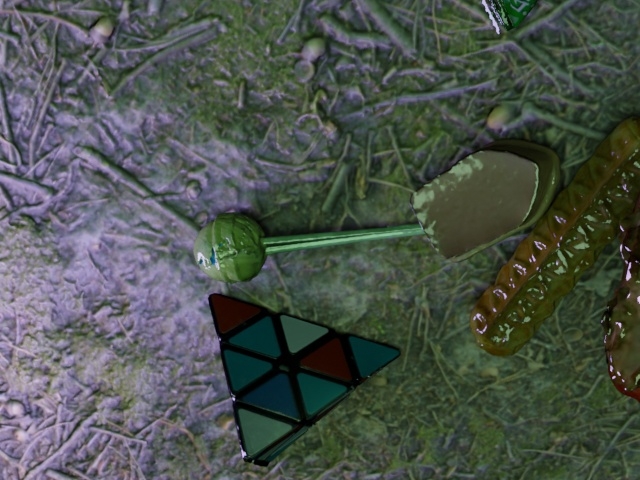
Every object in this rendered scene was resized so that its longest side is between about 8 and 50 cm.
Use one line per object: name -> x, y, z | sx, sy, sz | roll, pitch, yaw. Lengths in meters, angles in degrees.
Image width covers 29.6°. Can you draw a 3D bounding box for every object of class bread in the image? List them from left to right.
bread -> 0.302, 0.002, 1.485 | 0.084, 0.077, 0.367 | 33, 117, -2

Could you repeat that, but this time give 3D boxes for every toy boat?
toy boat -> 0.205, -0.055, 1.476 | 0.188, 0.061, 0.116 | -32, 83, 24

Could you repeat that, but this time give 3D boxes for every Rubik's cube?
Rubik's cube -> -0.084, 0.198, 1.581 | 0.284, 0.234, 0.250 | -37, 99, 25

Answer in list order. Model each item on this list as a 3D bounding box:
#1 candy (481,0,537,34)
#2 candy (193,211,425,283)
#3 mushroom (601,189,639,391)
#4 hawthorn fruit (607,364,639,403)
candy -> 0.253, -0.333, 1.355 | 0.203, 0.078, 0.141 | -22, 95, 34
candy -> 0.000, 0.000, 1.570 | 0.336, 0.092, 0.093 | -5, 75, 8
mushroom -> 0.473, 0.028, 1.306 | 0.334, 0.356, 0.331 | 5, 77, 11
hawthorn fruit -> 0.422, 0.153, 1.503 | 0.128, 0.128, 0.128 | 5, 114, 12
